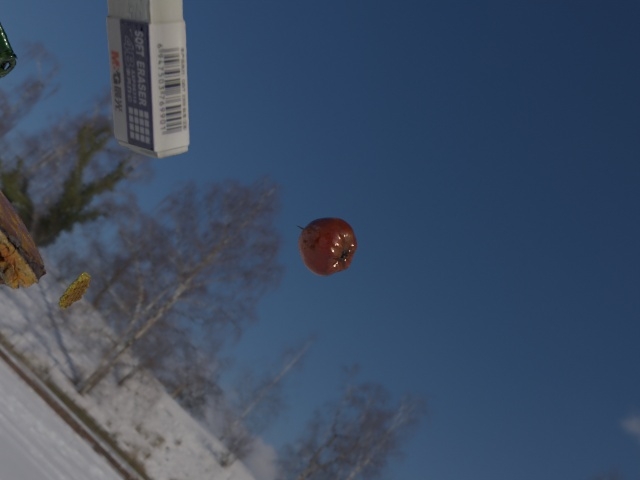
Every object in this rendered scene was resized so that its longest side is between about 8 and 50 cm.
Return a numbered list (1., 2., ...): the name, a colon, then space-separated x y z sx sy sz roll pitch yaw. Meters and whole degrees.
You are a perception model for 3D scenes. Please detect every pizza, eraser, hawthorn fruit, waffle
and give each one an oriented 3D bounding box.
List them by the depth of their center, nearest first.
1. eraser: -0.291 -0.289 1.456 0.124 0.081 0.279 20 -62 38
2. waffle: -0.464 0.097 1.621 0.016 0.085 0.078 32 -46 6
3. hawthorn fruit: 0.009 0.005 1.765 0.140 0.125 0.125 48 -22 1
4. pizza: -0.708 -0.021 1.882 0.278 0.114 0.409 66 -9 -12

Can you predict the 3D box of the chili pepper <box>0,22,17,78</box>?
1. chili pepper: -0.503 -0.315 1.208 0.062 0.108 0.216 -142 -141 -59
